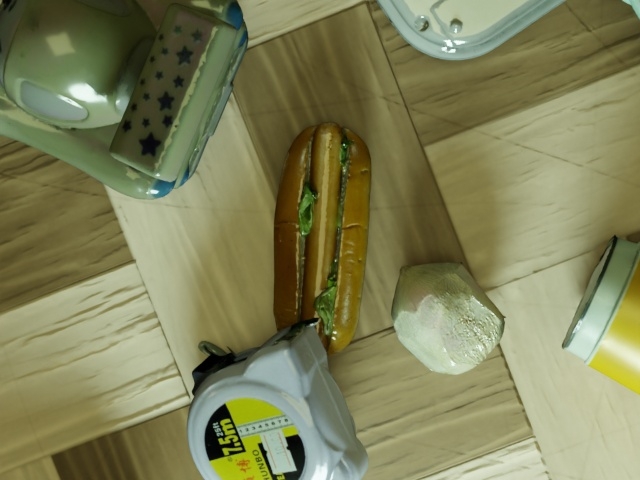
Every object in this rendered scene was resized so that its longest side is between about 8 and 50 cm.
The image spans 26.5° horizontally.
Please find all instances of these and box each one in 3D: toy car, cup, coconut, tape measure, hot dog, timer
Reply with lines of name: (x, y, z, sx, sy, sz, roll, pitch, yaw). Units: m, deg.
toy car: (-0.257, -0.192, 1.338, 0.336, 0.226, 0.242, 23, 95, -1)
cup: (0.397, 0.110, 1.367, 0.280, 0.196, 0.196, 24, 95, 7)
coconut: (0.128, 0.072, 1.407, 0.110, 0.110, 0.124, -41, 98, 4)
tape measure: (-0.050, 0.189, 1.415, 0.178, 0.105, 0.196, -14, 103, 25)
hot dog: (0.000, 0.000, 1.423, 0.100, 0.068, 0.249, 3, 95, 1)
timer: (0.159, -0.326, 1.383, 0.262, 0.087, 0.237, -34, 92, 4)

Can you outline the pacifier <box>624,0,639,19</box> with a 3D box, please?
pacifier: (0.397, -0.340, 1.281, 0.288, 0.269, 0.343, -8, 92, -20)
